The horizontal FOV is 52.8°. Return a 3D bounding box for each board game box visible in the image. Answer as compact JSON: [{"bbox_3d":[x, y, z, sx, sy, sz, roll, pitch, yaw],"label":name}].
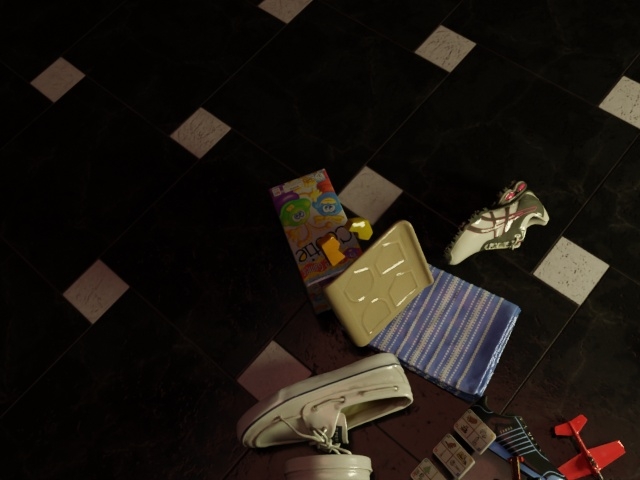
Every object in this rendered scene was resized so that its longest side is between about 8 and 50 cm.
[{"bbox_3d":[0.000,0.000,1.462,0.144,0.142,0.275,-21,58,-3],"label":"board game box"}]

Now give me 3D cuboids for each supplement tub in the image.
[{"bbox_3d":[0.018,0.546,1.183,0.191,0.191,0.272,-5,64,5],"label":"supplement tub"}]

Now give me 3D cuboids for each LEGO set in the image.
[{"bbox_3d":[0.313,0.470,1.215,0.182,0.060,0.244,-50,47,2],"label":"LEGO set"}]

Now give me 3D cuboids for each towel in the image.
[{"bbox_3d":[0.241,0.173,1.420,0.336,0.040,0.243,26,69,18],"label":"towel"}]

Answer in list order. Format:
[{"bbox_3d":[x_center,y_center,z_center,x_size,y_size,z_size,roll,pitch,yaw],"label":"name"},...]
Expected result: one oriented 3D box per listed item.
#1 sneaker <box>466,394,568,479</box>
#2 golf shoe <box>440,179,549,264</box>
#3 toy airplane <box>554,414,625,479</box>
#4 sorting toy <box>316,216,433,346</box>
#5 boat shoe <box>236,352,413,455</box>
[{"bbox_3d":[0.392,0.399,1.267,0.232,0.081,0.090,32,79,21],"label":"sneaker"},{"bbox_3d":[0.395,-0.021,1.461,0.273,0.105,0.120,-38,73,-11],"label":"golf shoe"},{"bbox_3d":[0.521,0.412,1.273,0.151,0.028,0.151,-3,65,7],"label":"toy airplane"},{"bbox_3d":[0.104,0.059,1.325,0.229,0.307,0.041,-39,41,-12],"label":"sorting toy"},{"bbox_3d":[0.019,0.367,1.299,0.367,0.136,0.156,-19,49,-10],"label":"boat shoe"}]
